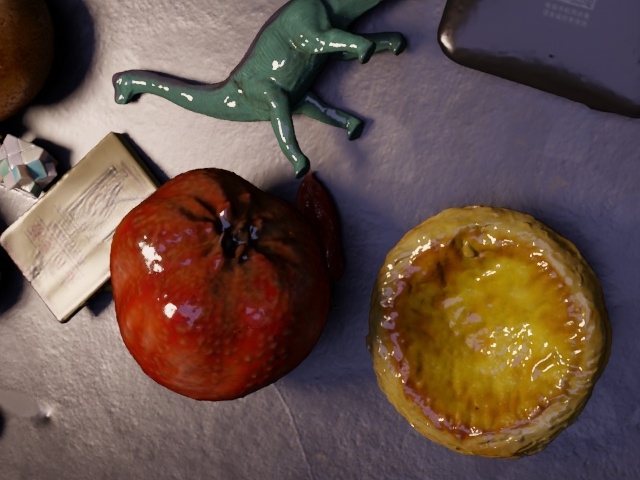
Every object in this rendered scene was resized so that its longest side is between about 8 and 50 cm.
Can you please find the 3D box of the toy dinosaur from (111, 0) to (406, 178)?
[{"bbox_3d":[-0.073,-0.272,1.497,0.331,0.129,0.383,35,101,18],"label":"toy dinosaur"}]

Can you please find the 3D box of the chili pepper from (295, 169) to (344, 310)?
[{"bbox_3d":[-0.001,0.000,1.517,0.059,0.050,0.191,-13,79,18],"label":"chili pepper"}]

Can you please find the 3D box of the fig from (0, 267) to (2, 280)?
[{"bbox_3d":[-0.583,0.022,1.584,0.263,0.224,0.224,43,103,1],"label":"fig"}]

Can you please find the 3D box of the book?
[{"bbox_3d":[-0.319,-0.019,1.586,0.231,0.026,0.161,-42,75,10],"label":"book"}]

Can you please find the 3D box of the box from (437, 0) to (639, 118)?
[{"bbox_3d":[0.313,-0.316,1.398,0.290,0.073,0.289,19,100,12],"label":"box"}]

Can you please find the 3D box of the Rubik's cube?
[{"bbox_3d":[-0.410,-0.097,1.596,0.084,0.075,0.073,23,80,27],"label":"Rubik's cube"}]

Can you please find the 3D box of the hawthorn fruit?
[{"bbox_3d":[-0.136,0.078,1.462,0.287,0.287,0.330,37,144,9],"label":"hawthorn fruit"}]

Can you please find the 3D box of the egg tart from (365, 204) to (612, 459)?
[{"bbox_3d":[0.210,0.112,1.434,0.319,0.128,0.318,1,95,17],"label":"egg tart"}]

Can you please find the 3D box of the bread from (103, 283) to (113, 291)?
[{"bbox_3d":[-0.298,0.020,1.606,0.110,0.024,0.110,1,95,17],"label":"bread"}]

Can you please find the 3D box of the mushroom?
[{"bbox_3d":[-0.502,-0.258,1.561,0.297,0.163,0.278,-7,92,19],"label":"mushroom"}]
